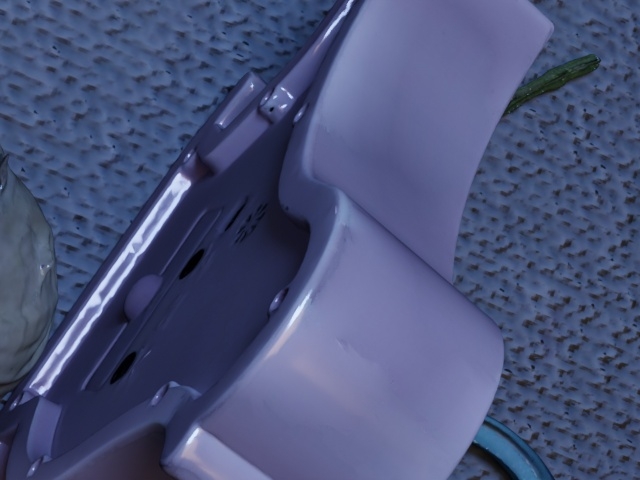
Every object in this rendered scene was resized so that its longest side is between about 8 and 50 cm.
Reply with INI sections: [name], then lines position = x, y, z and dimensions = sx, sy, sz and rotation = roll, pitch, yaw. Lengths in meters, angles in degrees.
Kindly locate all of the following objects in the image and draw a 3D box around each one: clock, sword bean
[clock]
position = 0.000, 0.000, 0.716
dimensions = 0.080, 0.275, 0.290
rotation = 38, 71, -17
[sword bean]
position = 0.102, -0.072, 0.906
dimensions = 0.083, 0.012, 0.012
rotation = -29, 102, -22

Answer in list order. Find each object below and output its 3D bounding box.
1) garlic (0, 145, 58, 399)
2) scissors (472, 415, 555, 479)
[garlic]
position = -0.192, 0.067, 0.684
dimensions = 0.229, 0.178, 0.143
rotation = -27, 120, -19
[scissors]
position = 0.113, 0.248, 0.900
dimensions = 0.180, 0.032, 0.393
rotation = -46, 107, -19
